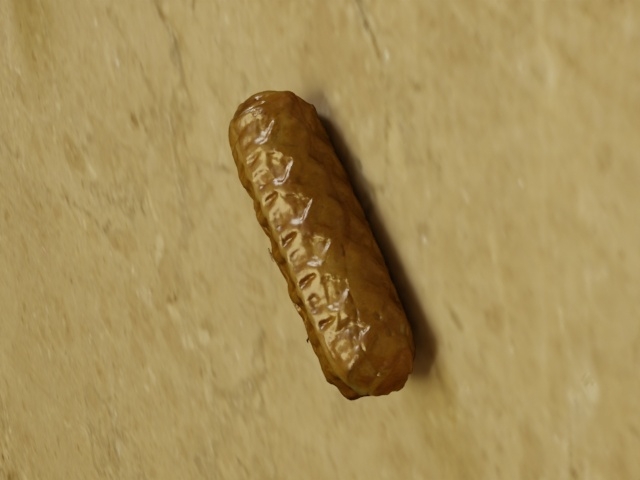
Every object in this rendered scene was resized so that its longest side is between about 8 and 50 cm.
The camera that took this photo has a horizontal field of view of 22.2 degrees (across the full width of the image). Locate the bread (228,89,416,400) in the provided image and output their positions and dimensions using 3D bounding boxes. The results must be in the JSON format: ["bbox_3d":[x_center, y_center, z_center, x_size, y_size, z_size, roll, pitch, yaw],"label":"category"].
[{"bbox_3d":[0.000,0.000,0.737,0.052,0.044,0.157,114,137,-60],"label":"bread"}]
